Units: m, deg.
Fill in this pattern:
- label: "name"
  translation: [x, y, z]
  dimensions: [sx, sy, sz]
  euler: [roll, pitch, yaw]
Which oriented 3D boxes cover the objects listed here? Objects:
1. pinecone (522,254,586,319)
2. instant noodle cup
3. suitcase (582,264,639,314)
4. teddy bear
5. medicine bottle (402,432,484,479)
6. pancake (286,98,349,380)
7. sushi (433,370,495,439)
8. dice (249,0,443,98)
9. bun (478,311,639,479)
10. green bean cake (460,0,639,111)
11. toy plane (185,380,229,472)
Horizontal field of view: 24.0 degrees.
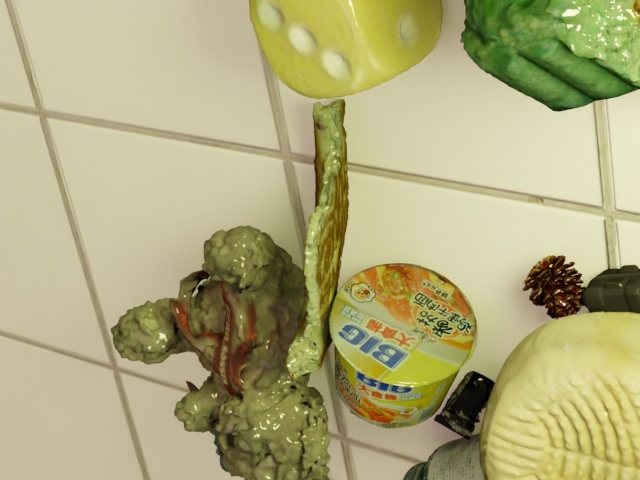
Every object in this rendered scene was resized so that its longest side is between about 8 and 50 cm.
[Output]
- label: "pinecone"
  translation: [0.298, 0.058, 1.882]
  dimensions: [0.083, 0.077, 0.077]
  euler: [40, 139, 26]
- label: "instant noodle cup"
  translation: [0.107, 0.154, 2.046]
  dimensions: [0.205, 0.205, 0.153]
  euler: [31, 145, 20]
- label: "suitcase"
  translation: [0.467, 0.121, 1.790]
  dimensions: [0.285, 0.066, 0.206]
  euler: [-7, 113, 44]
- label: "teddy bear"
  translation: [-0.101, 0.197, 2.169]
  dimensions: [0.357, 0.224, 0.368]
  euler: [-36, 67, 40]
- label: "medicine bottle"
  translation: [0.241, 0.336, 2.091]
  dimensions: [0.293, 0.141, 0.141]
  euler: [-24, 102, 47]
- label: "pancake"
  translation: [-0.005, 0.000, 1.988]
  dimensions: [0.054, 0.197, 0.377]
  euler: [5, 87, 9]
- label: "sushi"
  translation: [0.204, 0.222, 2.076]
  dimensions: [0.056, 0.084, 0.083]
  euler: [29, 94, 9]
- label: "dice"
  translation: [0.030, -0.279, 1.801]
  dimensions: [0.166, 0.169, 0.169]
  euler: [-4, 116, 42]
- label: "bun"
  translation: [0.368, 0.239, 1.761]
  dimensions: [0.364, 0.202, 0.364]
  euler: [16, 123, 27]
- label: "green bean cake"
  translation: [0.292, -0.304, 1.451]
  dimensions: [0.308, 0.169, 0.300]
  euler: [-11, 67, 44]
- label: "toy plane"
  translation: [-0.090, 0.346, 2.403]
  dimensions: [0.326, 0.104, 0.223]
  euler: [47, -177, -16]
